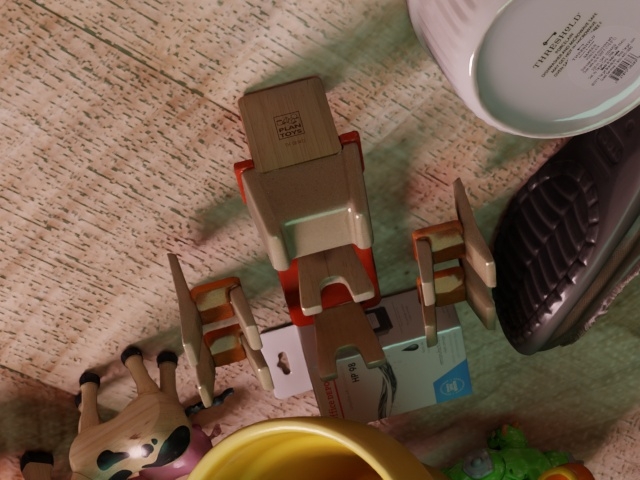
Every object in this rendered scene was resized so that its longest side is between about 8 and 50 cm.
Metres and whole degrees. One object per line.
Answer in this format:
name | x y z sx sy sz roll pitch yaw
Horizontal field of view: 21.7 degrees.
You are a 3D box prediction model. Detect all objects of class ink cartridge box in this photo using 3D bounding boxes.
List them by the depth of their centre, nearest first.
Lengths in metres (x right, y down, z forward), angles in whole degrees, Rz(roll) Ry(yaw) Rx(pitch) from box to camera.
ink cartridge box | 0.042 0.114 1.526 0.180 0.060 0.104 -16 137 -1

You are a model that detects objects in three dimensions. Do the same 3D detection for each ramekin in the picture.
ramekin | 0.176 -0.173 1.247 0.207 0.109 0.207 -9 135 -9

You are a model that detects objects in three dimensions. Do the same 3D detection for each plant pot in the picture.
plant pot | 0.027 0.283 1.509 0.254 0.254 0.239 -38 160 20

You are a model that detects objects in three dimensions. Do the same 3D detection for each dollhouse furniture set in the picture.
dollhouse furniture set | 0.000 0.000 1.381 0.262 0.135 0.259 -15 148 -2

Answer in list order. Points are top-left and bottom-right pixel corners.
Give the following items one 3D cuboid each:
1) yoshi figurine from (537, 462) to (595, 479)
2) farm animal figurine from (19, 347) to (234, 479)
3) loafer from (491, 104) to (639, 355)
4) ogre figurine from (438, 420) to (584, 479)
yoshi figurine | 0.318 0.298 1.674 0.362 0.203 0.203 16 83 -39
farm animal figurine | -0.246 0.267 1.510 0.326 0.172 0.330 -4 135 -14
loafer | 0.270 -0.036 1.394 0.130 0.134 0.366 12 129 -27
ogre figurine | 0.183 0.248 1.683 0.197 0.097 0.118 22 136 -20
